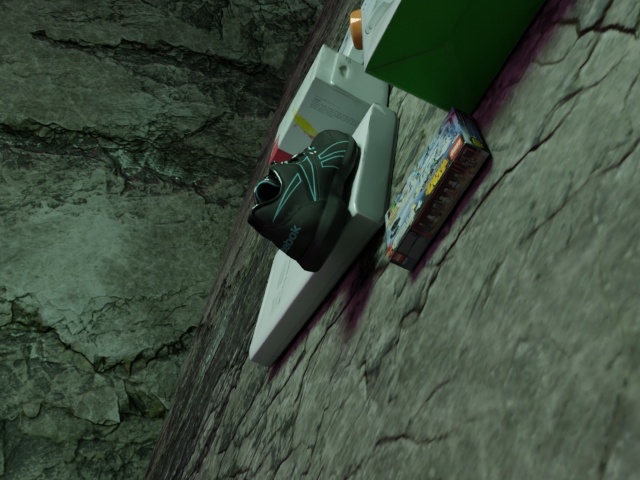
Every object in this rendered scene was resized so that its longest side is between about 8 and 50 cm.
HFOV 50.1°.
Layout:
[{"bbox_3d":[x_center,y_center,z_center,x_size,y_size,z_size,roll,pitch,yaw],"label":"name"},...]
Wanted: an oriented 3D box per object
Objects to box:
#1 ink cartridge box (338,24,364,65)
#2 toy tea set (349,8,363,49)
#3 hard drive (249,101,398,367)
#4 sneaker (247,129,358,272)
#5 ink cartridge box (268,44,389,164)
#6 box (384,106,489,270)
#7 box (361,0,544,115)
[{"bbox_3d":[0.057,-0.395,1.521,0.223,0.045,0.224,-68,11,-6],"label":"ink cartridge box"},{"bbox_3d":[0.123,-0.437,1.166,0.200,0.124,0.336,54,-147,-65],"label":"toy tea set"},{"bbox_3d":[0.000,0.000,0.987,0.353,0.047,0.233,-56,16,43],"label":"hard drive"},{"bbox_3d":[-0.019,-0.075,0.848,0.267,0.106,0.101,-81,17,-56],"label":"sneaker"},{"bbox_3d":[0.015,-0.194,1.104,0.176,0.127,0.128,-57,14,38],"label":"ink cartridge box"},{"bbox_3d":[0.107,-0.050,0.653,0.137,0.027,0.094,-60,12,28],"label":"box"},{"bbox_3d":[0.155,-0.297,0.697,0.231,0.126,0.262,-86,22,-55],"label":"box"}]
